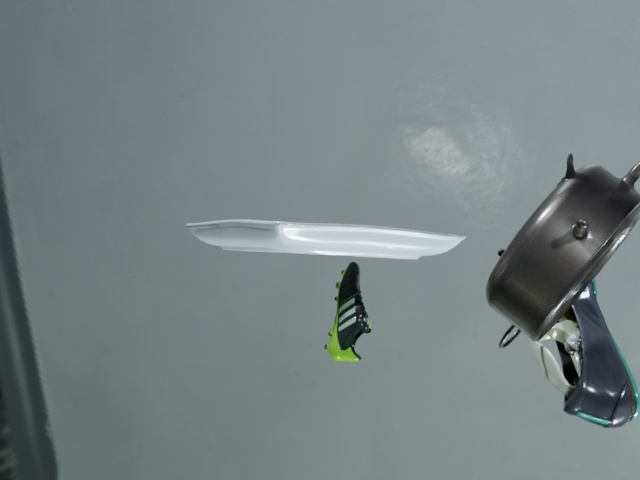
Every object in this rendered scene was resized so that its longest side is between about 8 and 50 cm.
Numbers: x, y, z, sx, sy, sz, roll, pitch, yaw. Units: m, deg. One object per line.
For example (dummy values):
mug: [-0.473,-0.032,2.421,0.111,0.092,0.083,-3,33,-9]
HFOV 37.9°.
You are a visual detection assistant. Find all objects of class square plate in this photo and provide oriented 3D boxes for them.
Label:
square plate: [0.000,0.000,1.530,0.347,0.344,0.049,1,87,59]

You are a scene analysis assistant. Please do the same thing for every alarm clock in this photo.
alarm clock: [0.170,0.020,0.690,0.064,0.129,0.192,37,138,19]

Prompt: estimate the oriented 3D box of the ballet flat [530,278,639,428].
ballet flat: [0.209,0.071,0.793,0.074,0.203,0.074,-2,132,-2]

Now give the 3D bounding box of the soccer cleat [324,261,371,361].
soccer cleat: [0.059,0.128,1.659,0.072,0.060,0.179,8,84,18]
